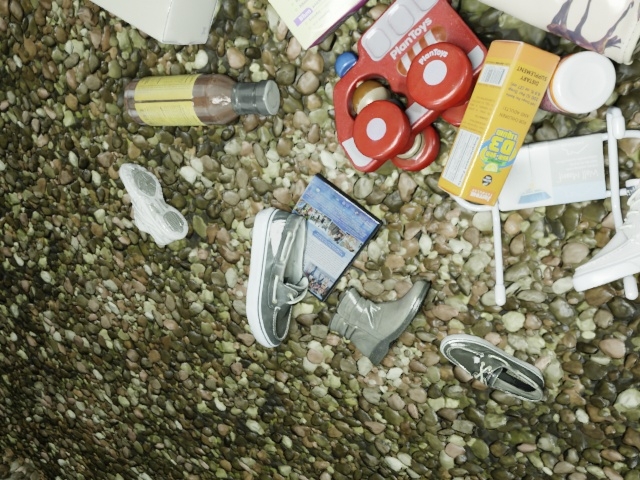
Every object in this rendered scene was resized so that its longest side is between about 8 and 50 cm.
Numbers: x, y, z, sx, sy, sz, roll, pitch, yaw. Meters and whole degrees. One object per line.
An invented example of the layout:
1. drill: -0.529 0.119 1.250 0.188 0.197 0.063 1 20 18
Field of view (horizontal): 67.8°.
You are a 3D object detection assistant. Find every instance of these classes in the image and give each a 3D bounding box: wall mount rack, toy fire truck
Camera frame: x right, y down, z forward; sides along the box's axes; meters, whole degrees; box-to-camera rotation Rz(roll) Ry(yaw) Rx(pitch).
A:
1. wall mount rack: 0.401 -0.056 0.821 0.349 0.130 0.304 -6 106 26
2. toy fire truck: 0.143 -0.280 0.849 0.302 0.169 0.254 -39 67 29

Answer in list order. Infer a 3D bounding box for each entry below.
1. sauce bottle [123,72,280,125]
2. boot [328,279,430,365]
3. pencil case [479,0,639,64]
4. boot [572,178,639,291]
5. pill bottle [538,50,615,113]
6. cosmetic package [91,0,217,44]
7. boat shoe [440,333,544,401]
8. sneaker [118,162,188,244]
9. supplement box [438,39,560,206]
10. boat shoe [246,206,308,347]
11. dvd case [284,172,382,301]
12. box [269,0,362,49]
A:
1. sauce bottle: -0.254 -0.299 1.021 0.344 0.111 0.112 7 111 21
2. boot: 0.119 0.151 1.051 0.161 0.083 0.247 37 118 13
3. pencil case: 0.292 -0.413 0.659 0.410 0.159 0.184 39 128 25
4. boot: 0.474 -0.029 0.699 0.258 0.095 0.124 -28 76 12
5. pill bottle: 0.377 -0.243 0.741 0.086 0.152 0.086 1 106 2
6. cosmetic package: -0.373 -0.526 0.964 0.296 0.153 0.129 32 119 8
7. boat shoe: 0.356 0.264 0.993 0.219 0.070 0.078 20 116 15
8. sneaker: -0.442 -0.082 1.197 0.115 0.090 0.232 -30 95 32
9. supplement box: 0.265 -0.174 0.727 0.078 0.080 0.234 9 112 -21
10. boat shoe: -0.088 0.096 1.065 0.119 0.121 0.336 10 111 24
11. dvd case: 0.000 0.000 1.075 0.180 0.022 0.253 37 119 5
12. box: -0.008 -0.502 0.816 0.213 0.117 0.243 -32 105 29
